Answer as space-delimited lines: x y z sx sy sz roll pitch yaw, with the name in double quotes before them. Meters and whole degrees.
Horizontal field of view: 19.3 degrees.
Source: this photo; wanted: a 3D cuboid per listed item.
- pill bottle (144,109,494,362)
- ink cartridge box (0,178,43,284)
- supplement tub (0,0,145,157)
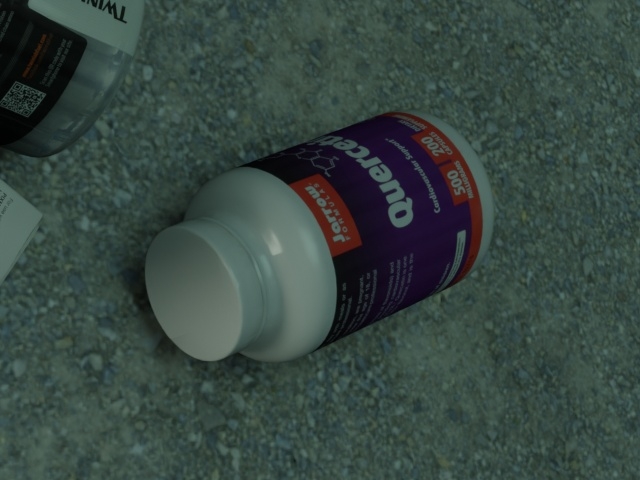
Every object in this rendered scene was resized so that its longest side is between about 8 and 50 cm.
"pill bottle" 0.000 0.000 1.728 0.323 0.181 0.181 -23 92 -42
"ink cartridge box" -0.361 -0.036 1.445 0.237 0.172 0.100 42 54 -23
"supplement tub" -0.328 -0.212 1.505 0.338 0.207 0.207 22 63 -34
